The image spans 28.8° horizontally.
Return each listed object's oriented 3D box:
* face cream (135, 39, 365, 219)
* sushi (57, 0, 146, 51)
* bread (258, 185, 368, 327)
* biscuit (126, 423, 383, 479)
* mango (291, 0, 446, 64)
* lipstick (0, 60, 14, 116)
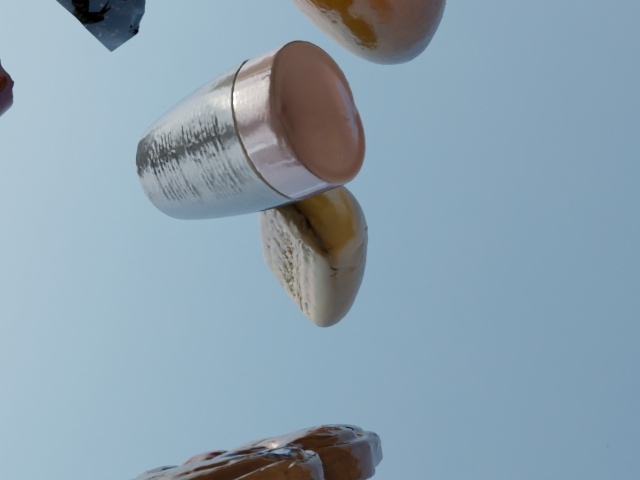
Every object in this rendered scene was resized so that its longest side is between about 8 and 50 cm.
[{"bbox_3d":[-0.047,-0.057,0.732,0.057,0.198,0.084,-25,-83,-31],"label":"face cream"},{"bbox_3d":[-0.134,-0.248,0.745,0.150,0.153,0.172,-34,-109,4],"label":"sushi"},{"bbox_3d":[0.000,0.000,0.805,0.056,0.115,0.082,-33,-122,-19],"label":"bread"},{"bbox_3d":[-0.050,0.118,0.583,0.183,0.280,0.043,-19,-94,33],"label":"biscuit"},{"bbox_3d":[0.009,-0.192,0.704,0.112,0.219,0.145,-37,-149,-9],"label":"mango"},{"bbox_3d":[-0.349,-0.054,0.973,0.073,0.073,0.280,23,-132,15],"label":"lipstick"}]
